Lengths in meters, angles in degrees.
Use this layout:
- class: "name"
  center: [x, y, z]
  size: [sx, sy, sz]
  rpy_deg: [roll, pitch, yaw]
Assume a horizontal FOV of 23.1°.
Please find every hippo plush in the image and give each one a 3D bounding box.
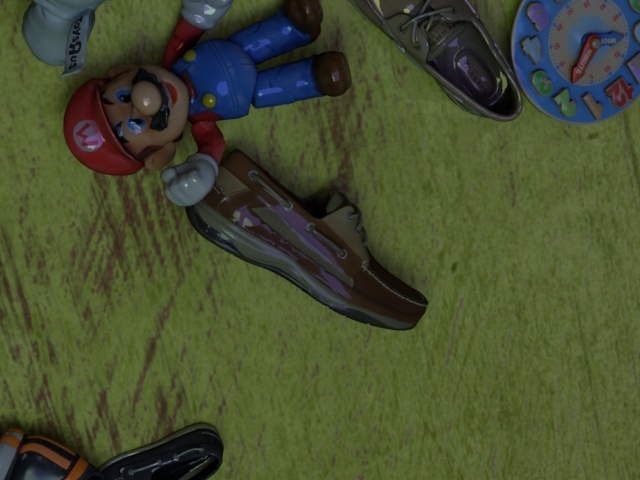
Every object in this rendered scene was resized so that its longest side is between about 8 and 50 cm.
- class: "hippo plush"
  center: [-0.321, -0.304, 1.578]
  size: [0.236, 0.294, 0.234]
  rpy_deg: [22, 135, -13]

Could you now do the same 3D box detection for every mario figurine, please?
- class: "mario figurine"
  center: [-0.128, -0.168, 1.713]
  size: [0.320, 0.198, 0.170]
  rpy_deg: [-24, 137, -11]

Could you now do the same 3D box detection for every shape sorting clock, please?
- class: "shape sorting clock"
  center: [0.323, -0.241, 1.888]
  size: [0.206, 0.040, 0.206]
  rpy_deg: [-6, 108, -21]

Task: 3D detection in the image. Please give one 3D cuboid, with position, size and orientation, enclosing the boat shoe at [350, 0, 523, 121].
- class: "boat shoe"
  center: [0.129, -0.252, 1.803]
  size: [0.109, 0.098, 0.302]
  rpy_deg: [-43, 116, 2]

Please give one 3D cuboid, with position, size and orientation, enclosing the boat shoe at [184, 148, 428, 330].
- class: "boat shoe"
  center: [0.000, 0.000, 1.852]
  size: [0.324, 0.122, 0.120]
  rpy_deg: [28, 97, -24]

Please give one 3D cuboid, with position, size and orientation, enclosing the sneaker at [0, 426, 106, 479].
- class: "sneaker"
  center: [-0.355, 0.396, 1.873]
  size: [0.180, 0.124, 0.321]
  rpy_deg: [24, 103, -4]

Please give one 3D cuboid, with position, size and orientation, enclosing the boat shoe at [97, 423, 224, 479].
- class: "boat shoe"
  center: [-0.211, 0.298, 1.932]
  size: [0.206, 0.065, 0.075]
  rpy_deg: [-29, 118, -3]
